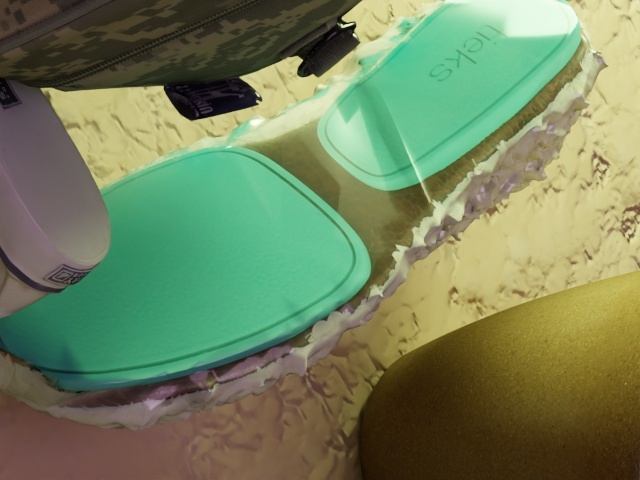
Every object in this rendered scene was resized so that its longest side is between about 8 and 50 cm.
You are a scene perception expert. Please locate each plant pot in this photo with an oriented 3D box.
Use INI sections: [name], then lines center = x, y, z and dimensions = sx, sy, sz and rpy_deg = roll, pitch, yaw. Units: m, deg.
[plant pot]
center = 0.152, 0.125, 1.022
dimensions = 0.237, 0.254, 0.237
rpy_deg = 2, 87, -43

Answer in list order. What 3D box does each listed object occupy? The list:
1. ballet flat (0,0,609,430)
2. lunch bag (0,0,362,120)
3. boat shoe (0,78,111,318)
[ballet flat]
center = 0.000, 0.000, 0.965
dimensions = 0.409, 0.147, 0.147
rpy_deg = -33, 111, -29
[lunch bag]
center = -0.091, -0.216, 0.793
dimensions = 0.305, 0.213, 0.256
rpy_deg = 66, 20, 5
[boat shoe]
center = -0.194, -0.086, 0.815
dimensions = 0.267, 0.088, 0.096
rpy_deg = 59, 22, -3
